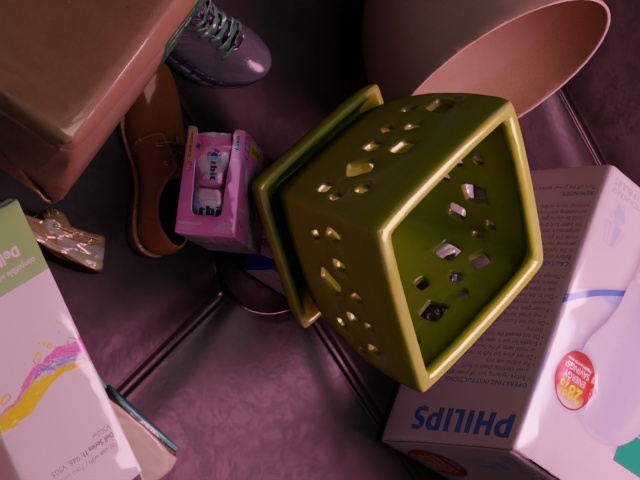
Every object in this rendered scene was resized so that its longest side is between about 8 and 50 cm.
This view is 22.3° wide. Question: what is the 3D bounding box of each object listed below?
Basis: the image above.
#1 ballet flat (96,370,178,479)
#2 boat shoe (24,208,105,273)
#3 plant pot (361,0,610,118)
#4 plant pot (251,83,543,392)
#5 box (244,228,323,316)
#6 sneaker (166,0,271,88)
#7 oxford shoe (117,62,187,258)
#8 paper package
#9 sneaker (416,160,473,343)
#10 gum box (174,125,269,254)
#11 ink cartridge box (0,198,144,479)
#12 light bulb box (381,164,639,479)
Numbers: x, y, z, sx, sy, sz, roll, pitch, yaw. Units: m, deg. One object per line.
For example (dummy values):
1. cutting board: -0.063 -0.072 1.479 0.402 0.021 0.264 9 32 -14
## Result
1. ballet flat: -0.237 0.161 1.618 0.086 0.086 0.248 -52 119 -27
2. boat shoe: -0.269 -0.008 1.613 0.135 0.050 0.045 30 67 -44
3. plant pot: 0.157 -0.255 1.841 0.284 0.284 0.191 -16 67 -37
4. plant pot: 0.071 -0.018 1.659 0.227 0.207 0.228 -44 135 -30
5. box: 0.000 0.000 1.806 0.126 0.072 0.137 33 69 -34
6. sneaker: -0.126 -0.220 1.695 0.223 0.098 0.083 22 76 -36
7. oxford shoe: -0.160 -0.089 1.682 0.076 0.076 0.212 -5 90 -36
8. paper package: -0.270 -0.254 1.479 0.309 0.168 0.325 34 66 -6
9. sneaker: 0.127 0.015 1.907 0.085 0.086 0.237 16 89 7
10. gum box: -0.099 -0.049 1.664 0.062 0.188 0.107 5 85 6
11. ink cartridge box: -0.297 0.148 1.482 0.119 0.207 0.353 -34 109 -35
12. light bulb box: 0.317 0.153 1.956 0.358 0.225 0.361 33 68 -33
